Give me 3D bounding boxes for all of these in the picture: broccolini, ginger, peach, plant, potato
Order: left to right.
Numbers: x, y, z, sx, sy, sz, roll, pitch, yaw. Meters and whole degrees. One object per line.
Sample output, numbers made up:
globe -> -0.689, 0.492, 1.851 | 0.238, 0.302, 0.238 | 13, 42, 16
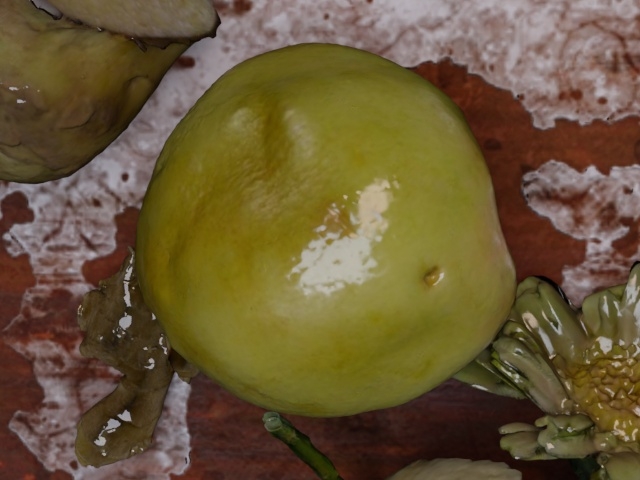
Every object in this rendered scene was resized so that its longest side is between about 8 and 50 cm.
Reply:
potato -> -0.277, -0.198, 1.608 | 0.237, 0.301, 0.289 | -36, 60, 30
ginger -> -0.188, 0.116, 1.756 | 0.133, 0.059, 0.214 | 34, 108, -7
peach -> 0.007, 0.002, 1.578 | 0.315, 0.281, 0.314 | -32, 57, 10
broccolini -> 0.010, 0.213, 1.682 | 0.057, 0.254, 0.071 | 25, 70, 42
plant -> 0.295, 0.156, 1.634 | 0.261, 0.306, 0.297 | -43, 137, -6

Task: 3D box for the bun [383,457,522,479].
bun -> 0.156, 0.365, 1.590 | 0.364, 0.364, 0.202 | 41, 65, -1
